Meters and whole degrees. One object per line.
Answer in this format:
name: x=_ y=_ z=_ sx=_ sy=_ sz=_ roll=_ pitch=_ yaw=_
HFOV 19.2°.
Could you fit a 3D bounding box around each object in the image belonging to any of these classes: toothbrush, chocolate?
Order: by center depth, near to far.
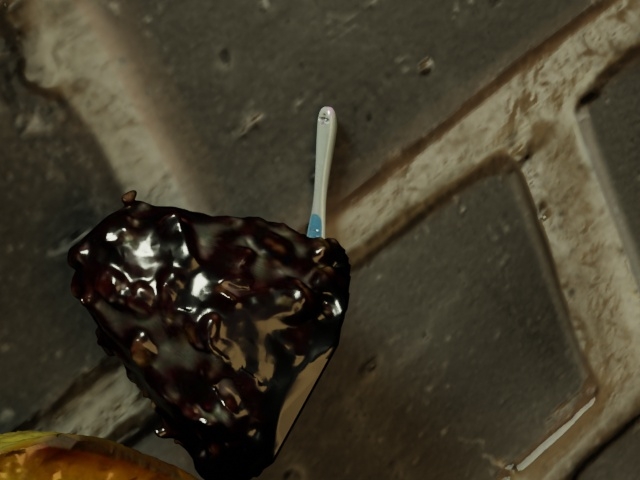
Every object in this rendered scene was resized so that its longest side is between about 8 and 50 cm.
chocolate: x=-0.077 y=0.037 z=1.024 sx=0.133 sy=0.156 sz=0.156 roll=28 pitch=85 yaw=-19
toothbrush: x=0.000 y=0.000 z=1.130 sx=0.017 sy=0.014 sz=0.162 roll=-10 pitch=108 yaw=-54

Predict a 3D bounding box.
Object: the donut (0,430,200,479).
donut: x=-0.187 y=0.184 z=0.984 sx=0.259 sy=0.101 sz=0.152 roll=-49 pitch=124 yaw=-15
